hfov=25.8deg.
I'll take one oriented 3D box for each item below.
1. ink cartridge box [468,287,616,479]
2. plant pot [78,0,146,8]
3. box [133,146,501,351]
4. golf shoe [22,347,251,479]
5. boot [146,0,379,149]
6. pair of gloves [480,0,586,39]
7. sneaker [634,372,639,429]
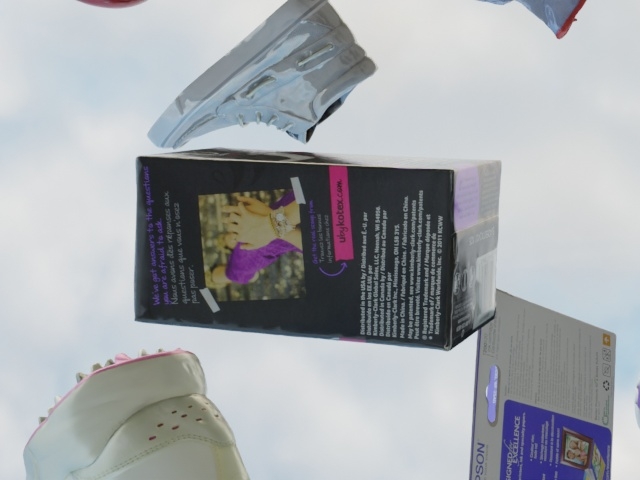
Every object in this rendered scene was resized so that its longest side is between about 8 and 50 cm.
[{"bbox_3d":[0.204,0.164,1.345,0.208,0.045,0.206,21,-113,-38],"label":"ink cartridge box"},{"bbox_3d":[-0.226,-0.355,1.468,0.191,0.174,0.191,22,-143,-18],"label":"plant pot"},{"bbox_3d":[0.000,0.000,1.161,0.165,0.270,0.143,-15,-72,-68],"label":"box"},{"bbox_3d":[-0.140,0.203,0.829,0.115,0.306,0.140,-9,-128,-49],"label":"golf shoe"},{"bbox_3d":[-0.061,-0.141,1.451,0.123,0.258,0.095,50,-149,-5],"label":"boot"},{"bbox_3d":[0.144,-0.238,0.909,0.159,0.198,0.023,31,-167,-13],"label":"pair of gloves"},{"bbox_3d":[0.410,0.112,1.441,0.095,0.104,0.236,35,-91,4],"label":"sneaker"}]
